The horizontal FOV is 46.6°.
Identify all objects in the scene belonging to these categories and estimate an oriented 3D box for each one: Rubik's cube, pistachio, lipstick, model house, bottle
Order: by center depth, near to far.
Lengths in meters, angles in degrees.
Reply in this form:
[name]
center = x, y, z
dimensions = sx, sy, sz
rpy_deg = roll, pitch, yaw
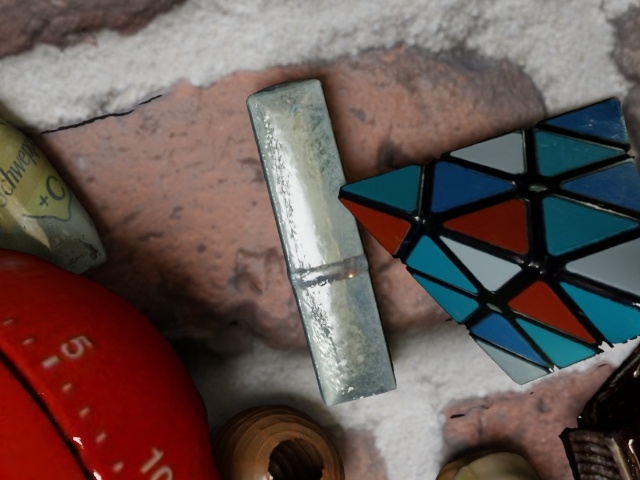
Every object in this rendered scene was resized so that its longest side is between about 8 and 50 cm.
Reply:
[Rubik's cube]
center = 0.149, 0.048, 0.660
dimensions = 0.250, 0.284, 0.234
rpy_deg = -2, 129, 8
[model house]
center = 0.302, 0.216, 0.664
dimensions = 0.141, 0.164, 0.203
rpy_deg = -19, 100, 10
[bottle]
center = -0.298, -0.073, 0.667
dimensions = 0.083, 0.083, 0.270
rpy_deg = -35, 98, 6
[lipstick]
center = 0.000, 0.000, 0.676
dimensions = 0.076, 0.077, 0.290
rpy_deg = -15, 98, 0
[pistachio]
center = 0.169, 0.300, 0.704
dimensions = 0.165, 0.130, 0.210
rpy_deg = -27, 100, -35

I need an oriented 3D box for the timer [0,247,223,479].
[timer]
center = -0.265, 0.196, 0.575
dimensions = 0.378, 0.279, 0.378
rpy_deg = 16, 120, 29

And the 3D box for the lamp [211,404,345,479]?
[lamp]
center = -0.045, 0.219, 0.687
dimensions = 0.136, 0.136, 0.136
rpy_deg = 0, 99, 1
